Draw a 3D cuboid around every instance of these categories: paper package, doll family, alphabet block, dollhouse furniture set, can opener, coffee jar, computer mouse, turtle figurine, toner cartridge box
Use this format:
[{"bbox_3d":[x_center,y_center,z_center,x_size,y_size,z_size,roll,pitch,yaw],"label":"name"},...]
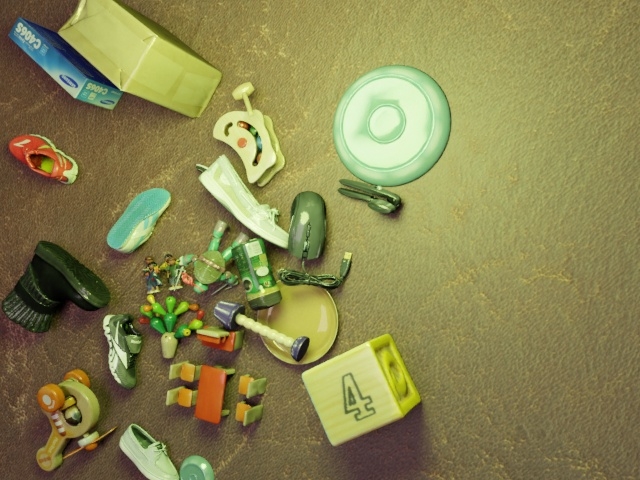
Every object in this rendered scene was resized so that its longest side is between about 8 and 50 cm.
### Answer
[{"bbox_3d":[-0.487,-0.512,1.773,0.309,0.325,0.168,40,102,19],"label":"paper package"},{"bbox_3d":[-0.466,0.092,1.881,0.193,0.076,0.111,-11,89,25],"label":"doll family"},{"bbox_3d":[0.103,0.362,1.578,0.197,0.192,0.193,-29,80,18],"label":"alphabet block"},{"bbox_3d":[-0.294,0.370,1.768,0.262,0.135,0.259,8,92,22],"label":"dollhouse furniture set"},{"bbox_3d":[0.124,-0.121,1.655,0.186,0.073,0.059,27,107,30],"label":"can opener"},{"bbox_3d":[-0.168,0.092,1.707,0.096,0.079,0.184,-23,85,55],"label":"coffee jar"},{"bbox_3d":[0.000,0.000,1.675,0.184,0.060,0.262,13,77,-6],"label":"computer mouse"},{"bbox_3d":[-0.295,0.069,1.776,0.175,0.118,0.234,33,83,-11],"label":"turtle figurine"},{"bbox_3d":[-0.783,-0.543,1.980,0.348,0.165,0.075,41,104,19],"label":"toner cartridge box"}]

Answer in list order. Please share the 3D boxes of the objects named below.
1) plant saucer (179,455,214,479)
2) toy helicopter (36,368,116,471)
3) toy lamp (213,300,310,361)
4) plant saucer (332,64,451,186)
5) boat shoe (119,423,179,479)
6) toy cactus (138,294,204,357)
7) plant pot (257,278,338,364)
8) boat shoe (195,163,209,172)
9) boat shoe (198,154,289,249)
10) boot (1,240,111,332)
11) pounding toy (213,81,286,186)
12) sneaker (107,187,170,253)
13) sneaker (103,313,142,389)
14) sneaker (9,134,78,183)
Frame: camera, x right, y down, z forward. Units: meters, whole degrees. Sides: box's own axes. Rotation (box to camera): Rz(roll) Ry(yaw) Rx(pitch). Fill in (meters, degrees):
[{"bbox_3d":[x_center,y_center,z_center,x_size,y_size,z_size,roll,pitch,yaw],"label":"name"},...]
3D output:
[{"bbox_3d":[-0.362,0.681,1.848,0.119,0.021,0.119,-1,88,22],"label":"plant saucer"},{"bbox_3d":[-0.777,0.592,1.986,0.235,0.140,0.355,37,113,10],"label":"toy helicopter"},{"bbox_3d":[-0.162,0.235,1.717,0.275,0.080,0.080,23,97,19],"label":"toy lamp"},{"bbox_3d":[0.173,-0.297,1.647,0.318,0.044,0.317,0,89,22],"label":"plant saucer"},{"bbox_3d":[-0.494,0.621,1.873,0.227,0.079,0.081,32,105,23],"label":"boat shoe"},{"bbox_3d":[-0.436,0.253,1.858,0.219,0.112,0.180,8,101,14],"label":"toy cactus"},{"bbox_3d":[-0.059,0.213,1.732,0.236,0.032,0.236,-1,88,22],"label":"plant pot"},{"bbox_3d":[-0.307,-0.182,1.840,0.125,0.046,0.038,24,93,13],"label":"boat shoe"},{"bbox_3d":[-0.191,-0.100,1.744,0.320,0.118,0.103,42,91,15],"label":"boat shoe"},{"bbox_3d":[-0.817,0.188,1.987,0.348,0.131,0.260,33,94,31],"label":"boot"},{"bbox_3d":[-0.214,-0.284,1.743,0.154,0.155,0.269,-22,80,16],"label":"pounding toy"},{"bbox_3d":[-0.529,-0.060,1.908,0.087,0.092,0.228,40,84,21],"label":"sneaker"},{"bbox_3d":[-0.576,0.324,1.916,0.106,0.078,0.234,-20,79,23],"label":"sneaker"},{"bbox_3d":[-0.898,-0.271,2.043,0.279,0.118,0.107,25,97,21],"label":"sneaker"}]
